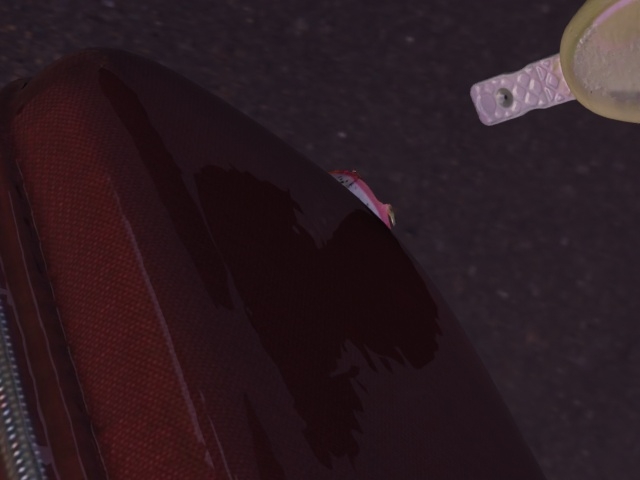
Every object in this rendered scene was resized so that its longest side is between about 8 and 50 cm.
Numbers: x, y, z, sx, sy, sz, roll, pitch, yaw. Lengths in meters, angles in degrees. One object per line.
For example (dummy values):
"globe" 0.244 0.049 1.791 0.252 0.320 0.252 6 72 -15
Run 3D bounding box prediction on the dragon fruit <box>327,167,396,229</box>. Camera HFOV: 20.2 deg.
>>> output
"dragon fruit" 0.000 0.000 1.080 0.056 0.060 0.083 44 74 -32

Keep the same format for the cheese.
"cheese" 0.164 -0.103 1.068 0.037 0.192 0.097 -26 96 -43

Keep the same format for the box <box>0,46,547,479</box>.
"box" -0.003 0.100 0.584 0.108 0.404 0.263 -43 131 15
